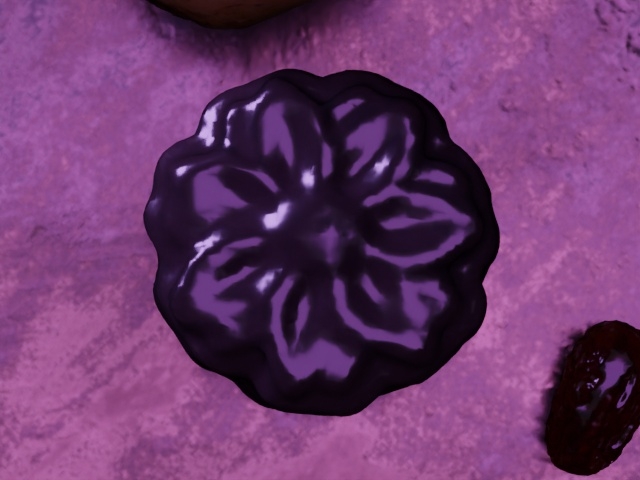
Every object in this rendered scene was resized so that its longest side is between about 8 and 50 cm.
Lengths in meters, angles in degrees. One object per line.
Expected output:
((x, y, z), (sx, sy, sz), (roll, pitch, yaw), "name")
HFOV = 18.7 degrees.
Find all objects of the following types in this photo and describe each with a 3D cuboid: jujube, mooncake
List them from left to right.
((0.000, 0.000, 1.528), (0.283, 0.141, 0.283), (0, 84, 2), "mooncake")
((0.222, 0.126, 1.553), (0.077, 0.077, 0.129), (27, 96, 2), "jujube")

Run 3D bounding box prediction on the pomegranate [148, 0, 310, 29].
((-0.058, -0.300, 1.490), (0.281, 0.281, 0.281), (0, 86, 0), "pomegranate")
